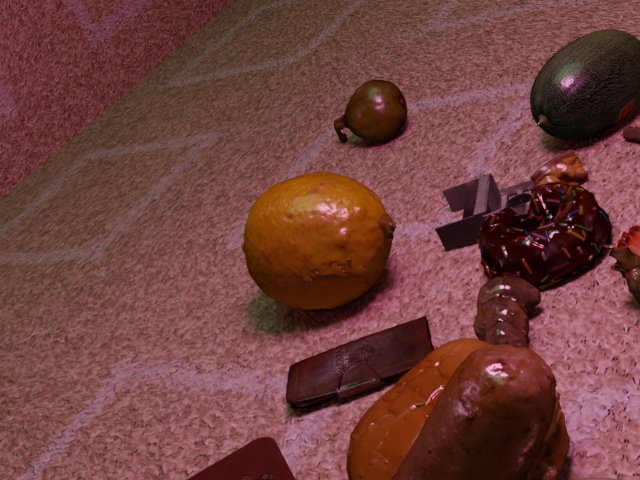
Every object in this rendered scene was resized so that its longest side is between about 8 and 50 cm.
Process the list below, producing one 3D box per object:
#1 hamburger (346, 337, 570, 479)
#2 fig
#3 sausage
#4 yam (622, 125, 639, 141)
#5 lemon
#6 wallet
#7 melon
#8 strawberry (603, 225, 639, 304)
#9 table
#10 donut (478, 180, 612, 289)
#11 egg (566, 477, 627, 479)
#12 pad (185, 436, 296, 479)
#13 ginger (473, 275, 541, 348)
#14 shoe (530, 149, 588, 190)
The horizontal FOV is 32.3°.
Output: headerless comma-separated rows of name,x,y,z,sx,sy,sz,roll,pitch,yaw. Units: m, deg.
hamburger,0.170,0.265,1.464,0.318,0.158,0.318,-25,25,12
fig,0.110,-0.303,2.582,0.186,0.142,0.148,-2,6,18
sausage,0.107,0.330,1.260,0.501,0.136,0.123,-56,29,15
yam,0.618,-0.191,2.037,0.032,0.032,0.145,-36,26,-19
lemon,0.000,0.000,2.011,0.310,0.253,0.253,-10,30,26
wallet,0.064,0.205,1.812,0.255,0.031,0.137,-21,26,11
melon,0.519,-0.299,2.156,0.287,0.182,0.182,-34,27,-18
strawberry,0.535,0.048,1.634,0.208,0.087,0.167,-6,43,-15
table,0.309,-0.062,2.049,0.175,0.062,0.146,-19,27,22
donut,0.370,-0.013,1.860,0.230,0.096,0.216,-20,26,13
egg,0.287,0.346,1.167,0.253,0.189,0.188,-16,26,1
pad,-0.119,0.396,1.660,0.181,0.004,0.267,-29,25,-7
ginger,0.284,0.126,1.701,0.104,0.080,0.204,-10,28,20
shoe,0.440,-0.119,2.022,0.109,0.069,0.072,-33,-13,-38
